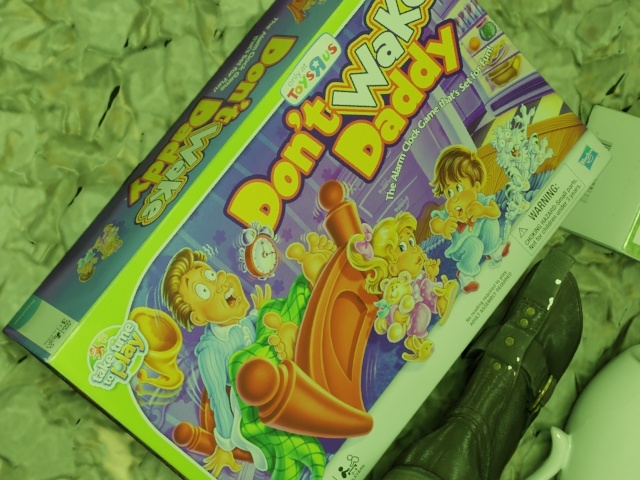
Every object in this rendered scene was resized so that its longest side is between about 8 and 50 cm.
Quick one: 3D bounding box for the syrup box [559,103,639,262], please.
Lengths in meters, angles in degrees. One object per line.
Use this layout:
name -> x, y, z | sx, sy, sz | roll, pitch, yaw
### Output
syrup box -> 0.288, -0.007, 1.405 | 0.237, 0.096, 0.093 | 22, 92, -32

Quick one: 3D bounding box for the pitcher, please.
pitcher -> 0.200, 0.178, 1.396 | 0.178, 0.125, 0.207 | 14, 106, -17

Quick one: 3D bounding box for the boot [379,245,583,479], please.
boot -> 0.107, 0.152, 1.323 | 0.229, 0.091, 0.263 | -54, 165, -34

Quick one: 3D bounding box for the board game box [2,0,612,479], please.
board game box -> 0.000, 0.000, 1.251 | 0.233, 0.078, 0.347 | 44, 79, -30
